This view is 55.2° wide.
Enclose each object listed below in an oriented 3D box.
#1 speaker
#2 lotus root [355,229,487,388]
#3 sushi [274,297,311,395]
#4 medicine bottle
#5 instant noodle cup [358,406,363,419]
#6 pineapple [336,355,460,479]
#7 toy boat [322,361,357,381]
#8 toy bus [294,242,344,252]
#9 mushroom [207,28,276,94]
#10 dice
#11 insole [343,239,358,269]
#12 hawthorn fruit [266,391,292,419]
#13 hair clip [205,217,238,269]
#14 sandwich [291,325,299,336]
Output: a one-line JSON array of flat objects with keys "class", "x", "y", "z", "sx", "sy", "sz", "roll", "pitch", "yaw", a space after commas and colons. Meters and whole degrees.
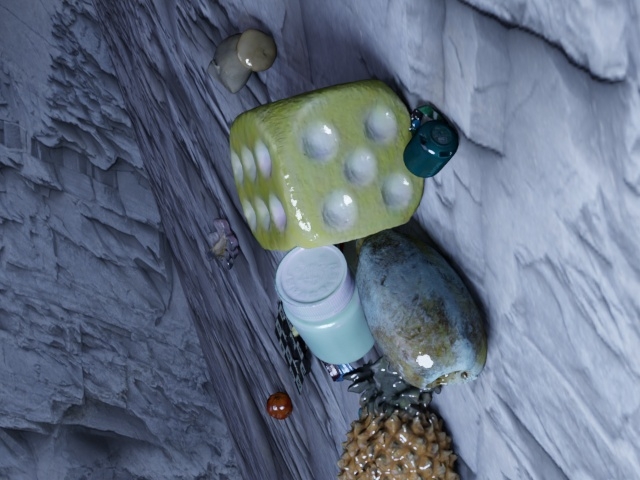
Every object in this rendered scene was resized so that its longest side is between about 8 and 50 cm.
[{"class": "speaker", "x": 0.153, "y": -0.140, "z": 0.846, "sx": 0.075, "sy": 0.060, "sz": 0.094, "roll": 125, "pitch": 158, "yaw": -63}, {"class": "lotus root", "x": 0.133, "y": 0.072, "z": 0.922, "sx": 0.140, "sy": 0.158, "sz": 0.322, "roll": 101, "pitch": 152, "yaw": -47}, {"class": "sushi", "x": -0.060, "y": 0.279, "z": 1.647, "sx": 0.192, "sy": 0.050, "sz": 0.215, "roll": 101, "pitch": 150, "yaw": -51}, {"class": "medicine bottle", "x": 0.014, "y": 0.111, "z": 1.047, "sx": 0.139, "sy": 0.139, "sz": 0.225, "roll": 53, "pitch": 174, "yaw": 36}, {"class": "instant noodle cup", "x": 0.144, "y": 0.414, "z": 1.279, "sx": 0.179, "sy": 0.070, "sz": 0.157, "roll": 37, "pitch": 142, "yaw": 51}, {"class": "pineapple", "x": 0.131, "y": 0.334, "z": 1.099, "sx": 0.223, "sy": 0.223, "sz": 0.357, "roll": 165, "pitch": 104, "yaw": -67}, {"class": "toy boat", "x": 0.020, "y": 0.206, "z": 1.353, "sx": 0.223, "sy": 0.097, "sz": 0.100, "roll": 57, "pitch": 168, "yaw": 27}, {"class": "toy bus", "x": -0.001, "y": -0.007, "z": 1.158, "sx": 0.081, "sy": 0.089, "sz": 0.195, "roll": 13, "pitch": 104, "yaw": 26}, {"class": "mushroom", "x": -0.177, "y": -0.391, "z": 1.319, "sx": 0.247, "sy": 0.096, "sz": 0.108, "roll": -3, "pitch": 80, "yaw": 63}, {"class": "dice", "x": 0.003, "y": -0.114, "z": 0.956, "sx": 0.238, "sy": 0.233, "sz": 0.227, "roll": 2, "pitch": 110, "yaw": 65}, {"class": "insole", "x": 0.031, "y": -0.031, "z": 1.201, "sx": 0.063, "sy": 0.010, "sz": 0.192, "roll": -28, "pitch": 81, "yaw": 24}, {"class": "hawthorn fruit", "x": -0.132, "y": 0.538, "z": 1.978, "sx": 0.093, "sy": 0.093, "sz": 0.093, "roll": 48, "pitch": 148, "yaw": 43}, {"class": "hair clip", "x": -0.323, "y": 0.011, "z": 2.007, "sx": 0.146, "sy": 0.075, "sz": 0.257, "roll": 63, "pitch": 150, "yaw": 12}, {"class": "sandwich", "x": -0.034, "y": 0.210, "z": 1.552, "sx": 0.031, "sy": 0.083, "sz": 0.044, "roll": 58, "pitch": -161, "yaw": 15}]
